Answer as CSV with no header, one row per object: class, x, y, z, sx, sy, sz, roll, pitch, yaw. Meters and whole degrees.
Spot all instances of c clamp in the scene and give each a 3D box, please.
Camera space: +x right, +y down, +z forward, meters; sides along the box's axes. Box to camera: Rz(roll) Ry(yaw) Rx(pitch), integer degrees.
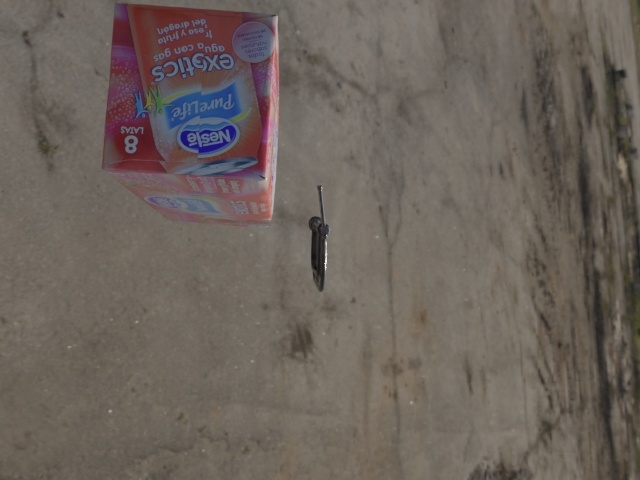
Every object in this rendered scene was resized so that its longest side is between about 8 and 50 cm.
c clamp,0.000,0.000,0.845,0.161,0.022,0.137,174,-86,-84

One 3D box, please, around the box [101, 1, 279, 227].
box,-0.118,-0.109,0.659,0.300,0.142,0.154,124,-32,-84
